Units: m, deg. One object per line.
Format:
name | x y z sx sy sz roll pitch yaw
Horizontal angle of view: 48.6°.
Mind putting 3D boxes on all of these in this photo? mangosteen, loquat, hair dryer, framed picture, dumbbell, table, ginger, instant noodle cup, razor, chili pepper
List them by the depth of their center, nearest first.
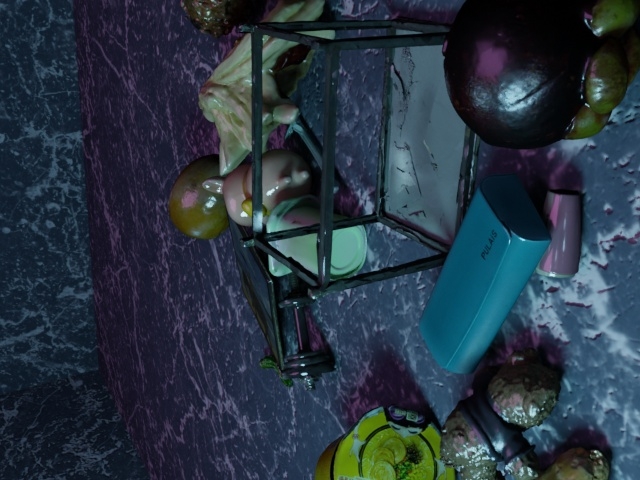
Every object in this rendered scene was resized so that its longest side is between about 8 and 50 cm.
mangosteen | 0.232 -0.192 0.759 0.210 0.210 0.210 29 125 54
hair dryer | 0.266 -0.017 0.906 0.154 0.054 0.106 20 112 62
ginger | 0.311 0.331 0.925 0.190 0.069 0.095 114 171 -48
table | 0.051 -0.134 1.008 0.222 0.272 0.335 32 127 52
instant noodle cup | 0.090 0.406 1.228 0.236 0.215 0.215 133 121 -64
razor | -0.008 -0.162 1.343 0.191 0.037 0.068 57 140 29
dumbbell | -0.039 0.183 1.467 0.110 0.110 0.254 -27 70 60
framed picture | -0.146 0.102 1.591 0.347 0.016 0.265 88 157 -50
chili pepper | -0.104 0.301 1.687 0.118 0.035 0.055 26 136 43
loquat | -0.268 -0.103 1.688 0.179 0.179 0.227 61 138 28

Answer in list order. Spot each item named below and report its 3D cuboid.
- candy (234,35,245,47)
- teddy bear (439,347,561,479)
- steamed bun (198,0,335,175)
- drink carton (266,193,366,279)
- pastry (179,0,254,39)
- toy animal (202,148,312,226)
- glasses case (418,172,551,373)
candy | -0.142 -0.404 1.505 0.123 0.035 0.035 37 135 39
teddy bear | 0.229 0.260 0.963 0.251 0.129 0.182 -65 36 29
steamed bun | -0.124 -0.268 1.336 0.189 0.247 0.428 53 147 -6
drink carton | 0.000 0.000 1.294 0.142 0.146 0.144 17 115 49
pastry | -0.232 -0.553 1.437 0.275 0.193 0.275 31 128 51
toy animal | -0.109 -0.103 1.424 0.248 0.165 0.149 -4 92 54
glasses case | 0.207 0.057 0.953 0.301 0.070 0.117 104 157 -47
